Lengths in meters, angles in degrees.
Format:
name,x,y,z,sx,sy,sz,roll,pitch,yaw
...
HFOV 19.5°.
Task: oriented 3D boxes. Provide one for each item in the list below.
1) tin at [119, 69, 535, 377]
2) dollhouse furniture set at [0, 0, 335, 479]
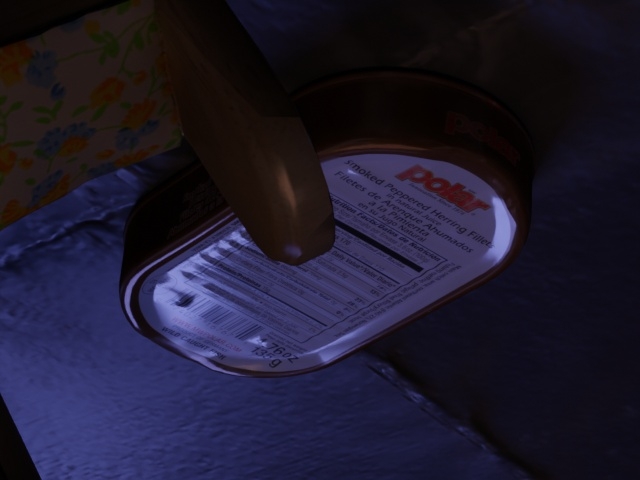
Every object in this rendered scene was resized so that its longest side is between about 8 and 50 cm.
name,x,y,z,sx,sy,sz,roll,pitch,yaw
tin,0.000,0.000,0.718,0.106,0.040,0.190,26,140,-32
dollhouse furniture set,-0.158,0.070,0.510,0.362,0.256,0.394,-25,143,-13
